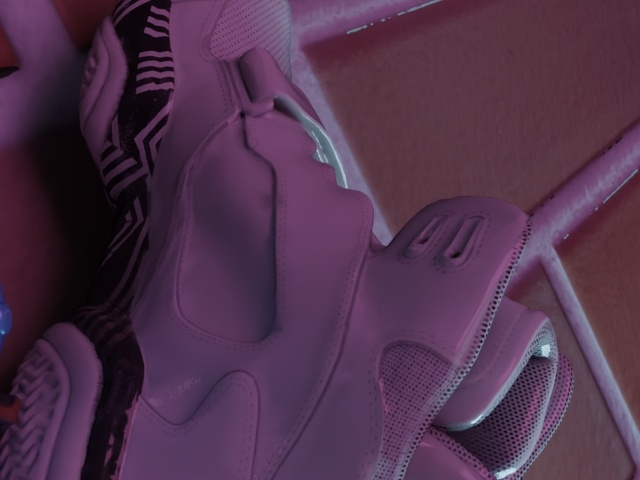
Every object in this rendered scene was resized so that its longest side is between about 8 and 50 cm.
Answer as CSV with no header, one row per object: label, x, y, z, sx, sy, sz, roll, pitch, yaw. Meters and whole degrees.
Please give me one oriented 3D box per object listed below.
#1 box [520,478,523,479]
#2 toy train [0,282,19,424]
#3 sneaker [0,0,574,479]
box,0.040,0.157,0.642,0.036,0.136,0.225,61,11,-84
toy train,-0.159,0.048,0.422,0.184,0.080,0.105,55,35,-74
sneaker,0.000,0.000,0.585,0.137,0.210,0.366,64,27,-49
